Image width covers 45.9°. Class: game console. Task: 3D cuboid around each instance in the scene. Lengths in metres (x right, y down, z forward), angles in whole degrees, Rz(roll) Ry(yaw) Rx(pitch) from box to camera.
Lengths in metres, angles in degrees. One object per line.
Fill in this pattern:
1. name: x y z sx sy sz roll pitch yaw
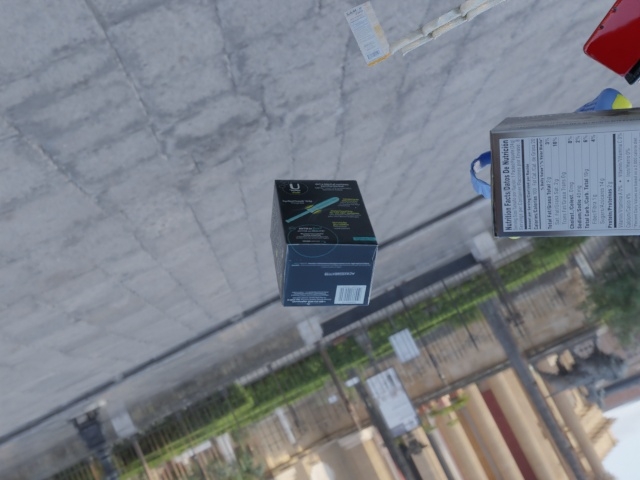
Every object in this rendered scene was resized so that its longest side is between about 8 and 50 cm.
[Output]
1. game console: 0.471 -0.300 1.071 0.124 0.085 0.144 -19 158 -22

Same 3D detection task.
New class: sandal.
1. sandal: 0.326 -0.121 1.122 0.126 0.138 0.317 -49 179 -36

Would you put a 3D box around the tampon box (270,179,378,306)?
1. tampon box: 0.000 0.000 1.019 0.121 0.161 0.101 0 125 -10

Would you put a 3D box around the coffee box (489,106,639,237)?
1. coffee box: 0.339 -0.078 0.803 0.297 0.118 0.168 -1 -166 21

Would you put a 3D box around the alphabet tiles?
1. alphabet tiles: 0.215 -0.281 0.839 0.278 0.021 0.284 -34 -169 -32

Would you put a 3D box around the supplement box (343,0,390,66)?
1. supplement box: 0.081 -0.349 1.275 0.036 0.098 0.062 -21 -166 23
